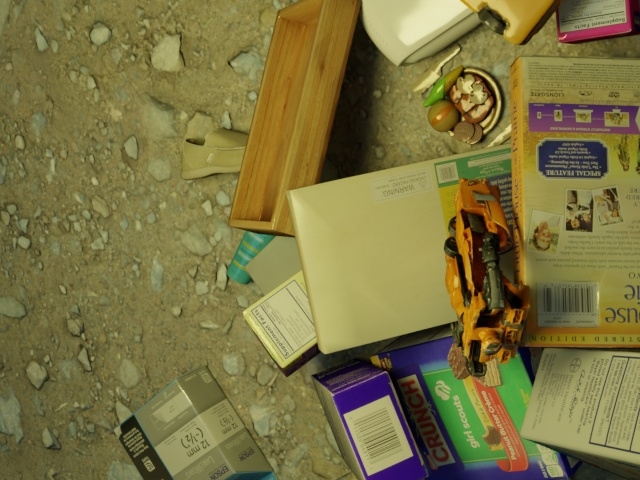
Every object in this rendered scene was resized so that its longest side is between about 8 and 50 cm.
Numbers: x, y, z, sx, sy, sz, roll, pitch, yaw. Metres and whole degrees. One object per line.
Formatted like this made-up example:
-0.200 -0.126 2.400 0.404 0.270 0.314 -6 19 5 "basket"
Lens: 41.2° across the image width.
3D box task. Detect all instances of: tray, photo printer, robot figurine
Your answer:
-0.049 -0.213 1.487 0.203 0.076 0.411 6 83 62 "tray"
0.184 -0.456 1.411 0.307 0.107 0.256 -29 85 31 "photo printer"
0.235 0.051 1.228 0.085 0.291 0.211 1 132 -3 "robot figurine"

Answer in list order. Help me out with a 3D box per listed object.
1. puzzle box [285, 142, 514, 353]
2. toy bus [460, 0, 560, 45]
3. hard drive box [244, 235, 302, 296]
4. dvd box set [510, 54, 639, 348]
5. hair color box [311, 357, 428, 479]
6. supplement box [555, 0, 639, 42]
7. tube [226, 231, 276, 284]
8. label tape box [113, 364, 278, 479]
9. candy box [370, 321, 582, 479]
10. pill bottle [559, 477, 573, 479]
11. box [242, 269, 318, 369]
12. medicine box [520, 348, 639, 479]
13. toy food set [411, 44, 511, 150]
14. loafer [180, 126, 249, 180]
0.167 0.008 1.401 0.408 0.052 0.272 -12 94 -11 "puzzle box"
0.212 -0.430 1.261 0.332 0.130 0.108 44 117 13 "toy bus"
0.000 0.000 1.570 0.232 0.181 0.089 -44 78 29 "hard drive box"
0.432 -0.054 1.229 0.307 0.062 0.421 0 84 -4 "dvd box set"
0.077 0.320 1.510 0.110 0.339 0.185 -21 89 -9 "hair color box"
0.414 -0.414 1.284 0.114 0.111 0.220 -1 100 30 "supplement box"
-0.123 -0.009 1.722 0.080 0.052 0.207 32 108 10 "tube"
-0.266 0.487 1.866 0.249 0.115 0.348 -39 78 30 "label tape box"
0.270 0.276 1.472 0.317 0.122 0.268 -22 89 46 "candy box"
0.413 0.393 1.492 0.043 0.043 0.083 -27 87 31 "pill bottle"
-0.001 0.120 1.517 0.243 0.213 0.117 -35 79 -8 "box"
0.487 0.270 1.218 0.289 0.263 0.149 -10 58 67 "medicine box"
0.246 -0.230 1.462 0.132 0.038 0.192 -44 78 29 "toy food set"
-0.180 -0.180 1.683 0.268 0.102 0.092 -9 102 32 "loafer"
